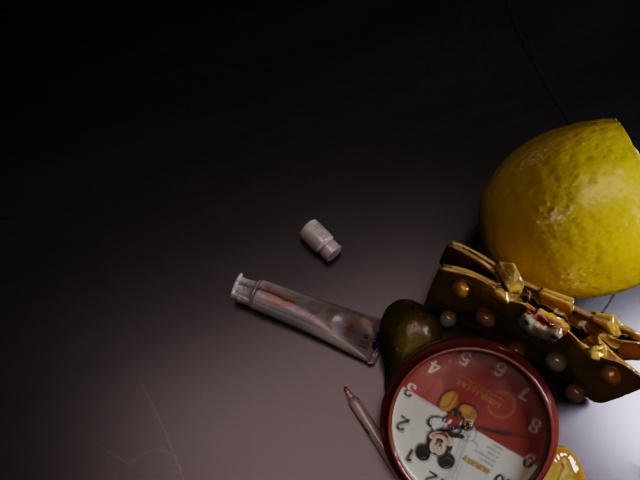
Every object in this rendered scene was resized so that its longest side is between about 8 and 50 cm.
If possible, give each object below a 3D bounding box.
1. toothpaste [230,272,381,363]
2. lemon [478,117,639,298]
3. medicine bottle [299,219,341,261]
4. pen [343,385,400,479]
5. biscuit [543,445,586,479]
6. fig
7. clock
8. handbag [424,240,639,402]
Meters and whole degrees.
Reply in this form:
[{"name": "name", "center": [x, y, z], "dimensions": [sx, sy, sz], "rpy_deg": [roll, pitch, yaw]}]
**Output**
[{"name": "toothpaste", "center": [-0.025, 0.150, 1.322], "dimensions": [0.323, 0.066, 0.100], "rpy_deg": [21, 65, 5]}, {"name": "lemon", "center": [0.466, -0.044, 1.241], "dimensions": [0.365, 0.364, 0.364], "rpy_deg": [-1, 67, 2]}, {"name": "medicine bottle", "center": [0.000, 0.000, 1.387], "dimensions": [0.052, 0.052, 0.089], "rpy_deg": [-41, 71, -14]}, {"name": "pen", "center": [0.105, 0.373, 1.241], "dimensions": [0.026, 0.026, 0.218], "rpy_deg": [-31, 70, -11]}, {"name": "biscuit", "center": [0.395, 0.494, 1.170], "dimensions": [0.203, 0.041, 0.260], "rpy_deg": [27, 75, 14]}, {"name": "fig", "center": [0.177, 0.212, 1.276], "dimensions": [0.127, 0.184, 0.133], "rpy_deg": [-14, 24, -31]}, {"name": "clock", "center": [0.267, 0.334, 1.173], "dimensions": [0.319, 0.080, 0.318], "rpy_deg": [0, 87, 7]}, {"name": "handbag", "center": [0.384, 0.151, 1.187], "dimensions": [0.401, 0.283, 0.133], "rpy_deg": [30, 75, 12]}]
